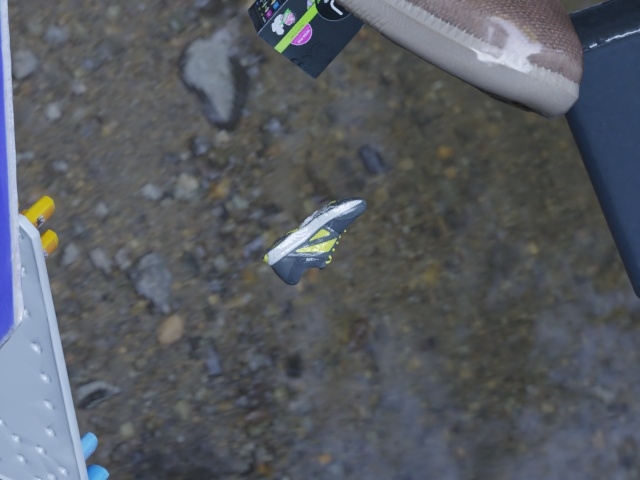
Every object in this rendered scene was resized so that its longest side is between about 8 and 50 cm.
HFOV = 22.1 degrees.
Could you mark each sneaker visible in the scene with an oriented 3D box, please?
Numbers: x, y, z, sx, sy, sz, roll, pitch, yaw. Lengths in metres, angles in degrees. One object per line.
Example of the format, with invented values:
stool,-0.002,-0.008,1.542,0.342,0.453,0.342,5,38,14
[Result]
sneaker,0.000,0.000,1.153,0.083,0.031,0.035,-34,100,0
sneaker,0.021,-0.110,0.476,0.066,0.071,0.188,14,26,-46

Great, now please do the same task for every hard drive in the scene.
hard drive,0.142,-0.039,0.590,0.022,0.094,0.135,-95,162,-44

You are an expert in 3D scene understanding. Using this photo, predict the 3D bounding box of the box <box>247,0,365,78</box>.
box,-0.004,-0.177,1.230,0.062,0.083,0.052,35,17,-27

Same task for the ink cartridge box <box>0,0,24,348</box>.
ink cartridge box,-0.143,-0.022,0.509,0.045,0.208,0.206,7,58,-26

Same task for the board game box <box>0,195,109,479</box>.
board game box,-0.390,0.058,1.583,0.050,0.390,0.390,-49,149,-39
